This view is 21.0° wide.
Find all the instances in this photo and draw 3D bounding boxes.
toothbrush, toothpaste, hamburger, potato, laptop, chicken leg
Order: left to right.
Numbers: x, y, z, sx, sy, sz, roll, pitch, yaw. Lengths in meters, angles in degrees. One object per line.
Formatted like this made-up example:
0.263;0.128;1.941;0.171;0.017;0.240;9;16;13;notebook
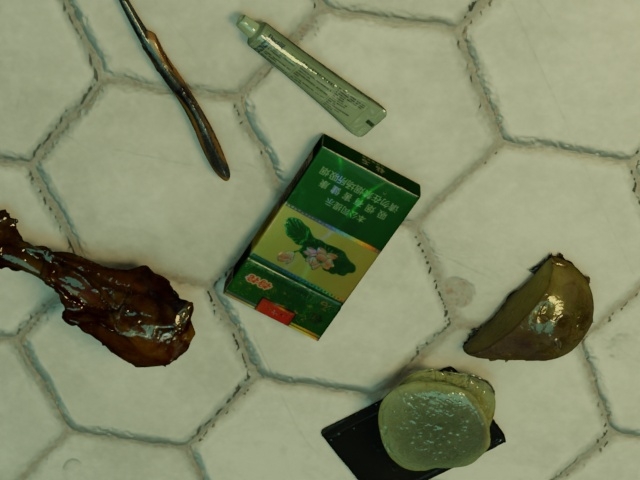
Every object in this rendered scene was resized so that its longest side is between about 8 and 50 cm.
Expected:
-0.284;0.047;2.006;0.304;0.093;0.113;29;101;-5;chicken leg
-0.170;-0.195;1.879;0.031;0.023;0.321;-16;119;16;toothbrush
-0.014;-0.181;1.877;0.197;0.029;0.048;36;119;-21;toothpaste
0.115;0.243;2.140;0.197;0.016;0.135;-30;115;19;laptop
0.141;0.216;2.080;0.140;0.062;0.133;-1;116;8;hamburger
0.252;0.112;2.009;0.101;0.089;0.172;35;116;-20;potato

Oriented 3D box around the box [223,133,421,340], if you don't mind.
0.000;0.000;1.984;0.132;0.034;0.235;28;119;-14;box
